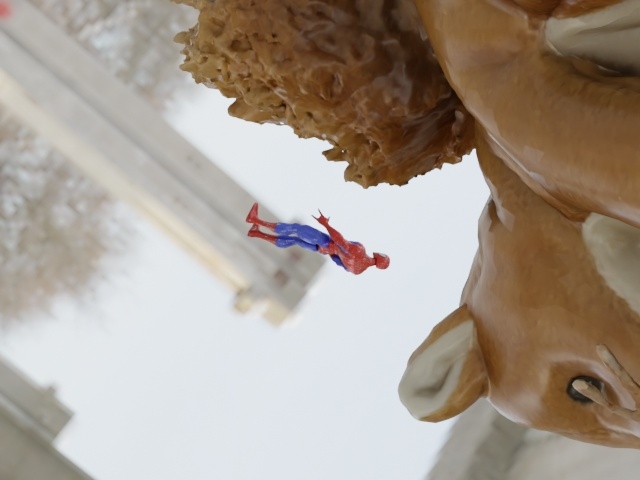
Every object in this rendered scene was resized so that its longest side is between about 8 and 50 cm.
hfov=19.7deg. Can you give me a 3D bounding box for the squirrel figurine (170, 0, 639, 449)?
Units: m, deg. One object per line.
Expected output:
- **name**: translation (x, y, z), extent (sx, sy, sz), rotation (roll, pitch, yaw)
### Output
- **squirrel figurine**: translation (0.115, -0.092, 0.928), extent (0.281, 0.370, 0.397), rotation (-25, -139, -32)

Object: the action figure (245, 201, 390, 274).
- **action figure**: translation (0.000, 0.000, 1.427), extent (0.038, 0.115, 0.030), rotation (91, 24, -54)
